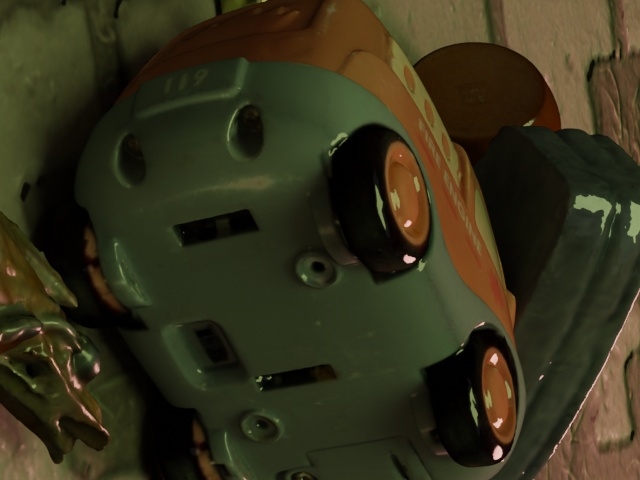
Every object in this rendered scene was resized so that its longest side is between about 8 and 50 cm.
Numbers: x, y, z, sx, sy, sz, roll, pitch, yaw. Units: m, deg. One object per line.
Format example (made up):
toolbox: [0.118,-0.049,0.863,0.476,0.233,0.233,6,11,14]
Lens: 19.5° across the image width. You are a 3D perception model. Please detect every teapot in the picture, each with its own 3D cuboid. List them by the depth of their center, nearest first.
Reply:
teapot: [0.098,-0.055,1.180,0.116,0.116,0.173,48,22,-45]

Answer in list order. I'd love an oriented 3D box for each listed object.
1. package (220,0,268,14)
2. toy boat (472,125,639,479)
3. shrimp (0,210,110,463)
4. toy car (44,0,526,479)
package: [-0.024,-0.143,1.059,0.108,0.031,0.121,-25,113,-57]
toy boat: [0.096,0.069,1.070,0.078,0.127,0.283,16,110,-32]
shrimp: [-0.188,0.029,0.736,0.317,0.077,0.168,45,59,-41]
toy car: [0.000,0.000,0.953,0.270,0.180,0.212,63,28,-31]
